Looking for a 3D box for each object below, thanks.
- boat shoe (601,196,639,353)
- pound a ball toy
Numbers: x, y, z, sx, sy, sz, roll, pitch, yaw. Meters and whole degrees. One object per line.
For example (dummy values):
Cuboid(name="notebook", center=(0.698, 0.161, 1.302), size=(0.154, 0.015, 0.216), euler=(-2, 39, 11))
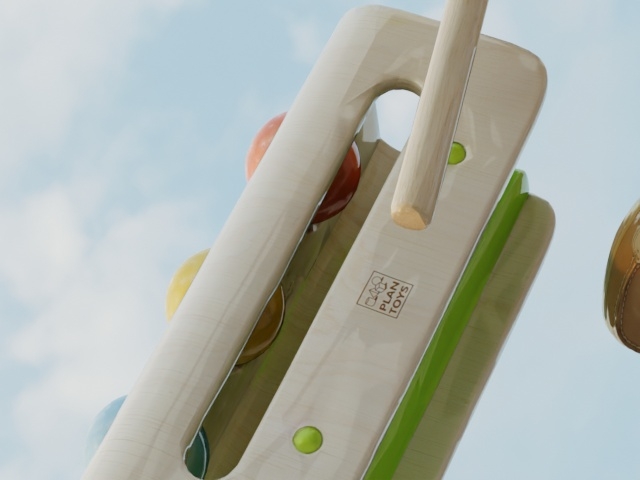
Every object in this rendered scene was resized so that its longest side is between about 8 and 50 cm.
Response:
Cuboid(name="boat shoe", center=(0.157, -0.003, 0.838), size=(0.050, 0.045, 0.135), euler=(18, -62, -7))
Cuboid(name="pound a ball toy", center=(0.000, 0.000, 0.840), size=(0.208, 0.135, 0.319), euler=(77, -144, -57))
